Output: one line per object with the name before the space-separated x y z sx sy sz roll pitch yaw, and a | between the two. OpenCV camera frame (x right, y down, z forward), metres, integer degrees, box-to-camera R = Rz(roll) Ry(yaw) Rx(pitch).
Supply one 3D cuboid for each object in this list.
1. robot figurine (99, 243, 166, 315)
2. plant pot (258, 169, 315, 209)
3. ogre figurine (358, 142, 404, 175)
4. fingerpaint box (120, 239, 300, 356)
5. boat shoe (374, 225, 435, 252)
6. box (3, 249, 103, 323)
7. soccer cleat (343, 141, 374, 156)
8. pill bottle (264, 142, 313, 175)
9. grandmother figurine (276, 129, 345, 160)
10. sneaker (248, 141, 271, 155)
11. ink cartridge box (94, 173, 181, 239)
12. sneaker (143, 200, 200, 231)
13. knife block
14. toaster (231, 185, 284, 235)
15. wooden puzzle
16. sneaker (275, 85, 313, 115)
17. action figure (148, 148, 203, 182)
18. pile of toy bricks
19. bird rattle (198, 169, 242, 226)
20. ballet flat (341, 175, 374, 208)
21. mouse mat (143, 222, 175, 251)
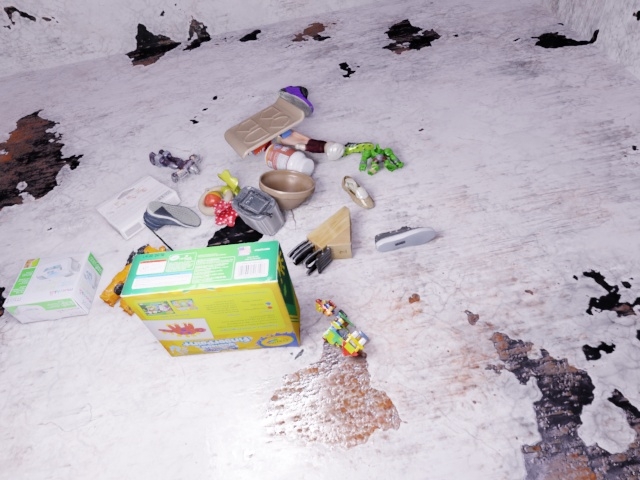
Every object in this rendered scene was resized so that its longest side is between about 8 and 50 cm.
robot figurine | -0.687 0.137 1.666 0.211 0.085 0.291 18 54 23
plant pot | -0.142 -0.205 1.834 0.237 0.110 0.237 5 31 -3
ogre figurine | 0.263 -0.361 1.935 0.196 0.097 0.118 -15 58 11
fingerpaint box | -0.309 0.192 1.355 0.444 0.371 0.163 -6 48 5
boat shoe | 0.312 -0.019 1.636 0.228 0.080 0.076 -17 49 5
box | -1.009 0.178 1.663 0.261 0.127 0.231 -7 46 2
soccer cleat | 0.162 -0.440 2.047 0.178 0.060 0.072 -9 46 6
pill bottle | -0.141 -0.360 1.987 0.216 0.121 0.121 27 58 29
grandmother figurine | -0.042 -0.448 2.030 0.342 0.104 0.207 19 33 27
sneaker | -0.310 -0.518 2.200 0.127 0.087 0.221 -4 60 -5
ink cartridge box | -0.826 -0.160 1.969 0.261 0.066 0.296 29 59 35
sneaker | -0.641 -0.087 1.860 0.226 0.163 0.086 20 57 -27
knife block | 0.000 0.000 1.661 0.241 0.088 0.276 -3 49 6
toaster | -0.242 -0.113 1.757 0.226 0.146 0.129 27 70 30
wooden puzzle | -0.263 -0.522 2.050 0.347 0.081 0.322 -36 40 -6
sneaker | -0.112 -0.782 2.373 0.146 0.102 0.293 -36 52 -22
action figure | -0.689 -0.370 2.118 0.284 0.099 0.185 22 49 22
pile of toy bricks | 0.050 0.290 1.401 0.212 0.118 0.105 43 94 19
bird rattle | -0.437 -0.167 1.901 0.206 0.143 0.254 -6 60 21
ballet flat | 0.152 -0.208 1.834 0.073 0.067 0.206 -32 51 -18
mouse mat | -0.603 0.013 1.692 0.152 0.190 0.007 33 70 33
